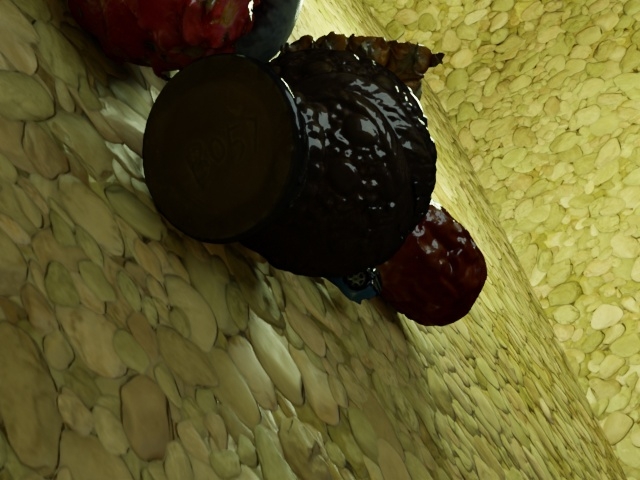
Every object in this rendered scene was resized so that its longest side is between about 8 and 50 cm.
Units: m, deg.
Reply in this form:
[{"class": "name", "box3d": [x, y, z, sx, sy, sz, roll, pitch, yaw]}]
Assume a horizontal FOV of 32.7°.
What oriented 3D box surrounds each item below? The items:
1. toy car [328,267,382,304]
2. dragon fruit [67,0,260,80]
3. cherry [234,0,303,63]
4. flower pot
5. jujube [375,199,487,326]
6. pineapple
[{"class": "toy car", "box3d": [0.000, 0.000, 1.473, 0.216, 0.063, 0.103, 45, 14, -4]}, {"class": "dragon fruit", "box3d": [-0.188, -0.295, 1.238, 0.210, 0.205, 0.268, 21, -1, -40]}, {"class": "cherry", "box3d": [-0.134, -0.346, 1.437, 0.296, 0.218, 0.255, -122, -166, -71]}, {"class": "flower pot", "box3d": [-0.040, -0.089, 1.196, 0.267, 0.266, 0.267, 1, 56, -59]}, {"class": "jujube", "box3d": [0.159, 0.033, 1.705, 0.250, 0.174, 0.174, 48, 17, -43]}, {"class": "pineapple", "box3d": [-0.005, -0.171, 1.417, 0.161, 0.158, 0.334, 21, -10, -27]}]
